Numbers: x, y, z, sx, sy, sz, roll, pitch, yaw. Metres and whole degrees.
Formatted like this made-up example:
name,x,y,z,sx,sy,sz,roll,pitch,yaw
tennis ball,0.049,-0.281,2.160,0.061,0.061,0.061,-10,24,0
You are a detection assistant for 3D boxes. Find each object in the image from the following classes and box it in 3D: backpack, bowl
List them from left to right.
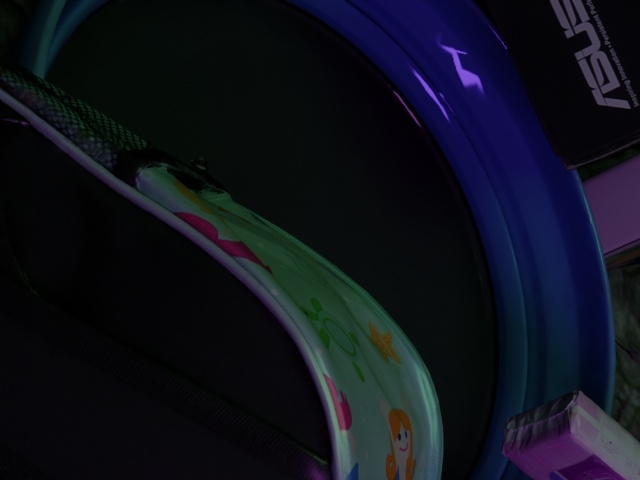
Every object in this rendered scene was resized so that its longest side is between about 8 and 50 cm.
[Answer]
name,x,y,z,sx,sy,sz,roll,pitch,yaw
backpack,-0.089,0.072,0.524,0.253,0.225,0.191,31,7,25
bowl,0.000,0.000,0.796,0.391,0.077,0.391,20,58,-36

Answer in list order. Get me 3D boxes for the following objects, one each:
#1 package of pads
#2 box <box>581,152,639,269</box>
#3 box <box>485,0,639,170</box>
name,x,y,z,sx,sy,sz,roll,pitch,yaw
package of pads,0.138,0.114,0.780,0.083,0.050,0.032,40,48,-22
box,0.318,-0.050,1.011,0.322,0.232,0.059,-6,74,-44
box,0.127,-0.244,0.935,0.395,0.097,0.318,65,19,1
